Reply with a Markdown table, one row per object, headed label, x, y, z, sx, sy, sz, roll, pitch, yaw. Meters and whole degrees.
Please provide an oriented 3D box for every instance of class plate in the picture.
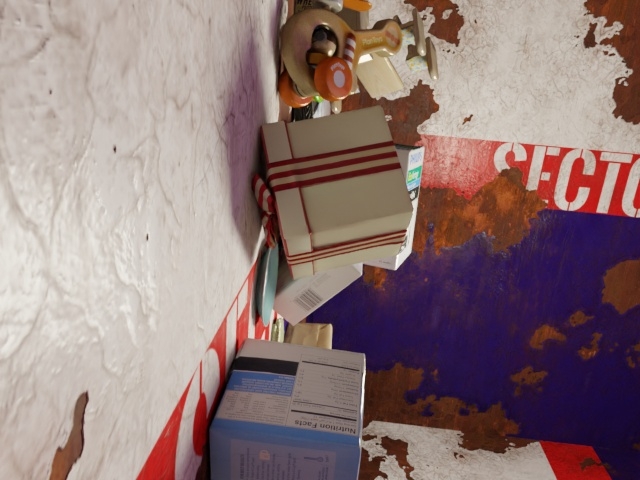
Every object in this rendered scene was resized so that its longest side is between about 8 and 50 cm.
| label | x | y | z | sx | sy | sz | roll | pitch | yaw |
| --- | --- | --- | --- | --- | --- | --- | --- | --- | --- |
| plate | -0.116 | 0.091 | 1.122 | 0.188 | 0.024 | 0.188 | 6 | 90 | -87 |

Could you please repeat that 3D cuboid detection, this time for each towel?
| label | x | y | z | sx | sy | sz | roll | pitch | yaw |
| --- | --- | --- | --- | --- | --- | --- | --- | --- | --- |
| towel | -0.120 | 0.287 | 1.437 | 0.110 | 0.027 | 0.148 | 52 | 44 | -85 |

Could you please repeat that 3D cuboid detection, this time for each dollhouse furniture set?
| label | x | y | z | sx | sy | sz | roll | pitch | yaw |
| --- | --- | --- | --- | --- | --- | --- | --- | --- | --- |
| dollhouse furniture set | 0.132 | -0.537 | 1.582 | 0.394 | 0.361 | 0.257 | 36 | 49 | -54 |

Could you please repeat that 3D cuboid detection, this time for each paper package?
| label | x | y | z | sx | sy | sz | roll | pitch | yaw |
| --- | --- | --- | --- | --- | --- | --- | --- | --- | --- |
| paper package | -0.056 | 0.489 | 1.777 | 0.310 | 0.168 | 0.325 | -79 | 174 | -60 |

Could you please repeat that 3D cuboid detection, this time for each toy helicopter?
| label | x | y | z | sx | sy | sz | roll | pitch | yaw |
| --- | --- | --- | --- | --- | --- | --- | --- | --- | --- |
| toy helicopter | 0.053 | -0.431 | 1.104 | 0.355 | 0.140 | 0.235 | -28 | 112 | -39 |

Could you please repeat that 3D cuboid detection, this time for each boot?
| label | x | y | z | sx | sy | sz | roll | pitch | yaw |
| --- | --- | --- | --- | --- | --- | --- | --- | --- | --- |
| boot | -0.041 | -0.341 | 1.451 | 0.209 | 0.075 | 0.190 | -94 | -170 | -65 |

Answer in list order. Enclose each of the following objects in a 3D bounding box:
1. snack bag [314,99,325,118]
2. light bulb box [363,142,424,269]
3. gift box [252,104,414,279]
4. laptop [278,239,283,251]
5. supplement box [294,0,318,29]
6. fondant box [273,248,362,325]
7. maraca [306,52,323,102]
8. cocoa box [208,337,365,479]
| label | x | y | z | sx | sy | sz | roll | pitch | yaw |
| --- | --- | --- | --- | --- | --- | --- | --- | --- | --- |
| snack bag | 0.004 | -0.620 | 2.016 | 0.342 | 0.037 | 0.324 | 87 | 10 | -73 |
| light bulb box | 0.117 | -0.134 | 1.651 | 0.225 | 0.357 | 0.362 | -32 | 130 | -65 |
| gift box | 0.006 | -0.094 | 0.992 | 0.255 | 0.257 | 0.277 | 86 | -10 | -64 |
| laptop | -0.051 | -0.125 | 1.347 | 0.264 | 0.136 | 0.234 | -43 | -174 | 12 |
| supplement box | -0.028 | -0.553 | 1.241 | 0.083 | 0.056 | 0.083 | -72 | 167 | -78 |
| fondant box | -0.002 | 0.030 | 1.349 | 0.238 | 0.096 | 0.330 | -39 | -159 | 26 |
| maraca | -0.030 | -0.404 | 1.183 | 0.127 | 0.099 | 0.186 | -75 | 146 | -64 |
| cocoa box | -0.052 | 0.385 | 0.898 | 0.228 | 0.231 | 0.348 | -76 | 171 | -65 |
